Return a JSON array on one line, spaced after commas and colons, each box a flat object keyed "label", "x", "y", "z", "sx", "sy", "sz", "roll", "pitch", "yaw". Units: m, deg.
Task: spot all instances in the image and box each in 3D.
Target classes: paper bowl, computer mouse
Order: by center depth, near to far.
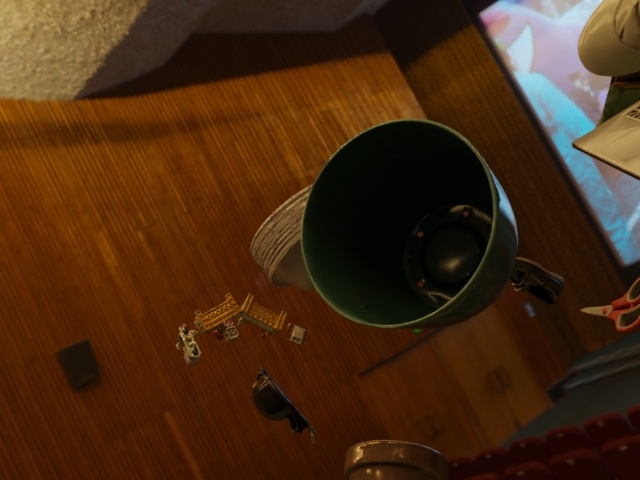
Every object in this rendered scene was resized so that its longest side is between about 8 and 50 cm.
[{"label": "computer mouse", "x": -0.077, "y": 0.351, "z": 1.532, "sx": 0.060, "sy": 0.184, "sz": 0.262, "roll": -39, "pitch": -1, "yaw": -9}, {"label": "paper bowl", "x": 0.000, "y": 0.000, "z": 1.671, "sx": 0.284, "sy": 0.148, "sz": 0.284, "roll": -33, "pitch": -20, "yaw": -14}]

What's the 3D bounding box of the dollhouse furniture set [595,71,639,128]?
[{"label": "dollhouse furniture set", "x": 0.787, "y": -0.303, "z": 1.654, "sx": 0.302, "sy": 0.151, "sz": 0.197, "roll": -16, "pitch": -40, "yaw": -5}]

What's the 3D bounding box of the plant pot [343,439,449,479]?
[{"label": "plant pot", "x": 0.178, "y": 0.636, "z": 1.825, "sx": 0.263, "sy": 0.229, "sz": 0.263, "roll": 5, "pitch": -37, "yaw": 4}]

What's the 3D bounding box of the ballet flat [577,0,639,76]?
[{"label": "ballet flat", "x": 0.540, "y": -0.352, "z": 1.051, "sx": 0.400, "sy": 0.139, "sz": 0.139, "roll": -23, "pitch": -2, "yaw": 32}]

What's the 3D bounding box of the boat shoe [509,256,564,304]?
[{"label": "boat shoe", "x": 0.467, "y": 0.089, "z": 1.703, "sx": 0.206, "sy": 0.064, "sz": 0.075, "roll": 22, "pitch": -16, "yaw": -27}]

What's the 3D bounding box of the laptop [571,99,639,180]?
[{"label": "laptop", "x": 0.644, "y": -0.330, "z": 1.339, "sx": 0.408, "sy": 0.236, "sz": 0.382, "roll": -32, "pitch": 16, "yaw": 7}]

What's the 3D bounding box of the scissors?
[{"label": "scissors", "x": 0.545, "y": 0.142, "z": 1.432, "sx": 0.297, "sy": 0.021, "sz": 0.108, "roll": 115, "pitch": 174, "yaw": -71}]

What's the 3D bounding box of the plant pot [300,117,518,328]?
[{"label": "plant pot", "x": 0.156, "y": -0.002, "z": 1.119, "sx": 0.293, "sy": 0.292, "sz": 0.235, "roll": -31, "pitch": -27, "yaw": 22}]

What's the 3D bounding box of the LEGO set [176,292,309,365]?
[{"label": "LEGO set", "x": -0.175, "y": 0.192, "z": 1.618, "sx": 0.287, "sy": 0.132, "sz": 0.107, "roll": -3, "pitch": -28, "yaw": -30}]
